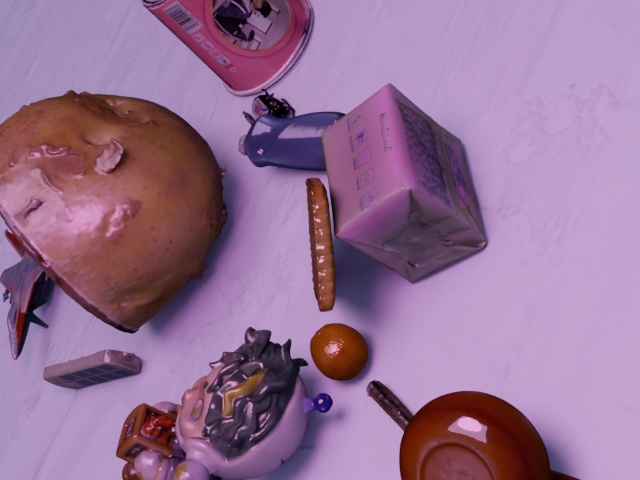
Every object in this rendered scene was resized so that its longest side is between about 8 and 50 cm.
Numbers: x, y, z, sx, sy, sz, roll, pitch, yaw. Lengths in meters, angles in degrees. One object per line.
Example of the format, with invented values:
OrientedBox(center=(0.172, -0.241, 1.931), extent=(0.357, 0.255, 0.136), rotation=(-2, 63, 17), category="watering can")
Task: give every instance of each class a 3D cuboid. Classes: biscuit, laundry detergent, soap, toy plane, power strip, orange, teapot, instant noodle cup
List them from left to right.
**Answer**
OrientedBox(center=(-0.583, 0.100, 1.938), extent=(0.223, 0.104, 0.326), rotation=(-28, 53, 30), category="toy plane")
OrientedBox(center=(-0.411, 0.232, 1.708), extent=(0.227, 0.080, 0.029), rotation=(-18, 60, 36), category="power strip")
OrientedBox(center=(-0.181, -0.425, 1.756), extent=(0.244, 0.255, 0.243), rotation=(-25, 48, 32), category="instant noodle cup")
OrientedBox(center=(-0.082, -0.203, 1.683), extent=(0.078, 0.053, 0.197), rotation=(-53, 40, 17), category="toy plane")
OrientedBox(center=(-0.048, -0.161, 1.573), extent=(0.206, 0.061, 0.096), rotation=(1, 96, 28), category="laundry detergent")
OrientedBox(center=(0.000, 0.000, 1.349), extent=(0.254, 0.029, 0.172), rotation=(-117, 22, -83), category="biscuit")
OrientedBox(center=(0.026, 0.155, 1.342), extent=(0.085, 0.085, 0.085), rotation=(-23, 52, 33), category="orange")
OrientedBox(center=(0.111, -0.075, 1.319), extent=(0.138, 0.182, 0.199), rotation=(-30, 48, 29), category="soap")
OrientedBox(center=(0.201, 0.257, 1.089), extent=(0.252, 0.135, 0.178), rotation=(15, 111, 29), category="teapot")

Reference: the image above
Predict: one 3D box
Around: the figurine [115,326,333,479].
OrientedBox(center=(-0.161, 0.274, 1.375), extent=(0.382, 0.186, 0.261), rotation=(-38, 34, 29), category="figurine")

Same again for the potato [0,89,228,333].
OrientedBox(center=(-0.348, -0.101, 1.635), extent=(0.319, 0.385, 0.442), rotation=(-42, 54, -4), category="potato")

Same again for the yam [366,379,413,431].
OrientedBox(center=(0.106, 0.231, 1.260), extent=(0.027, 0.033, 0.129), rotation=(-33, 45, -13), category="yam")
